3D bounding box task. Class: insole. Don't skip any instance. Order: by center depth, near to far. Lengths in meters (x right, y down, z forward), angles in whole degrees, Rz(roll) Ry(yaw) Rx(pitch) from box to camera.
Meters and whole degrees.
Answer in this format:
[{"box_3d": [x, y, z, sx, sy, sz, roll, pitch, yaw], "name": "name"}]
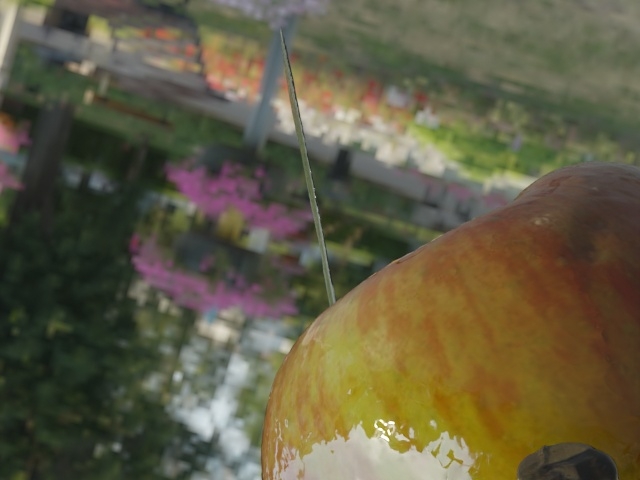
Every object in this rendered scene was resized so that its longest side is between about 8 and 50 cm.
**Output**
[{"box_3d": [0.000, 0.000, 1.167, 0.007, 0.322, 0.109, -10, 155, 0], "name": "insole"}]

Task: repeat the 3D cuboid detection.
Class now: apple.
[{"box_3d": [0.124, 0.117, 0.943, 0.301, 0.301, 0.301, 16, 180, 0], "name": "apple"}]

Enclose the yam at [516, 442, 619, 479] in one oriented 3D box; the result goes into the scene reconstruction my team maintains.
[{"box_3d": [0.129, 0.220, 0.721, 0.045, 0.327, 0.045, -9, -153, 13], "name": "yam"}]
